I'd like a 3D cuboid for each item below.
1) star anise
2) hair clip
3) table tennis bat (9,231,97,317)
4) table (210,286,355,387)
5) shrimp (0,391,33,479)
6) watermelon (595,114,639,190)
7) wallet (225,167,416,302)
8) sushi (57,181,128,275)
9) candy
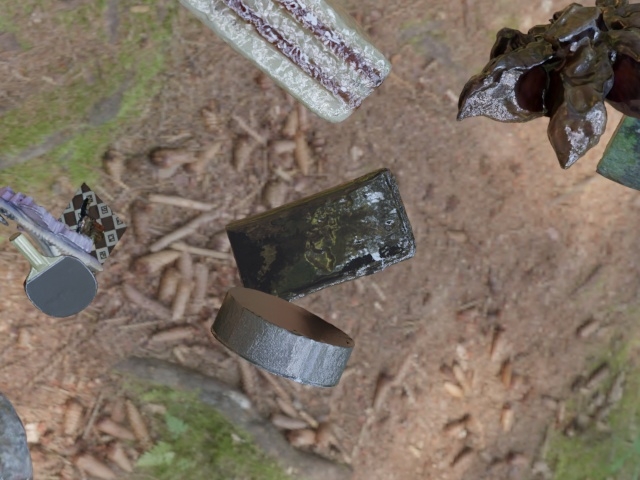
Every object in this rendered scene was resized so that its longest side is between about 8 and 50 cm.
[{"bbox_3d":[0.240,-0.154,0.814,0.220,0.214,0.099,-48,136,-34],"label":"star anise"},{"bbox_3d":[-0.410,-0.010,1.373,0.084,0.106,0.292,-59,157,-15],"label":"hair clip"},{"bbox_3d":[-0.353,0.044,1.226,0.087,0.013,0.156,-32,132,-4],"label":"table tennis bat"},{"bbox_3d":[-0.035,0.091,0.893,0.133,0.133,0.043,18,99,-43],"label":"table"},{"bbox_3d":[-0.276,0.262,0.627,0.145,0.116,0.343,12,81,-5],"label":"shrimp"},{"bbox_3d":[0.451,-0.204,1.135,0.250,0.292,0.283,-20,130,-2],"label":"watermelon"},{"bbox_3d":[0.000,0.000,1.585,0.042,0.310,0.165,-10,80,-76],"label":"wallet"},{"bbox_3d":[-0.408,-0.022,1.687,0.120,0.126,0.026,-50,165,20],"label":"sushi"},{"bbox_3d":[-0.057,-0.312,1.294,0.135,0.179,0.321,-43,125,15],"label":"candy"}]
